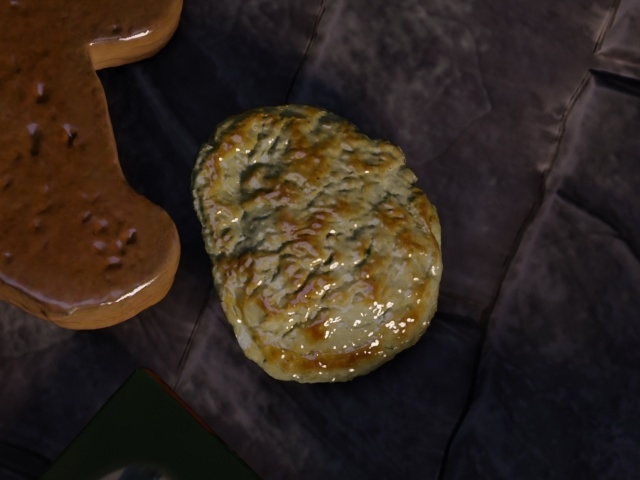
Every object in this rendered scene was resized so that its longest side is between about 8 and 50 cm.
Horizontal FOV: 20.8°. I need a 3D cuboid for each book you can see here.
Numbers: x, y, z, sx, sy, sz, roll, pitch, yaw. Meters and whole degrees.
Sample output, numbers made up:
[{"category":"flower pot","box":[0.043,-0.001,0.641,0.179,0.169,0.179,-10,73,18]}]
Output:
[{"category":"book","box":[-0.116,0.304,1.394,0.260,0.043,0.371,-47,57,-3]}]

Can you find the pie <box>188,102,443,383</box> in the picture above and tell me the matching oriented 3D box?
[{"category":"pie","box":[0.000,0.000,1.492,0.201,0.090,0.248,-14,77,-8]}]

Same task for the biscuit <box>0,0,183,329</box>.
[{"category":"biscuit","box":[-0.286,-0.096,1.519,0.368,0.076,0.394,-8,67,-9]}]
